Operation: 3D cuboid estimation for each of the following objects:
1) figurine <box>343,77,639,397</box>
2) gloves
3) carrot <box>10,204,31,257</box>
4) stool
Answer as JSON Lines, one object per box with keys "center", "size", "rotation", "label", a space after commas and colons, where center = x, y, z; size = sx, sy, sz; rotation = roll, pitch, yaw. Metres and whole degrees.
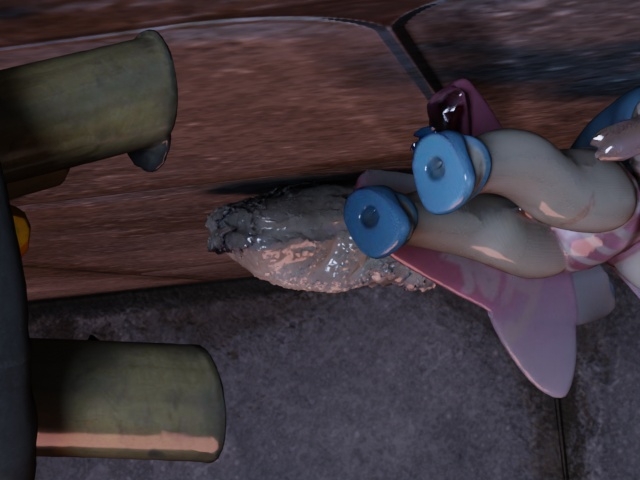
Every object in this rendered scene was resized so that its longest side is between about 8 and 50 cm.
{"center": [0.121, -0.037, 0.685], "size": [0.260, 0.103, 0.205], "rotation": [0, 137, -47], "label": "figurine"}
{"center": [0.000, -0.004, 1.087], "size": [0.153, 0.070, 0.114], "rotation": [1, -176, -9], "label": "gloves"}
{"center": [-0.213, 0.001, 1.022], "size": [0.042, 0.042, 0.171], "rotation": [-5, 177, -23], "label": "carrot"}
{"center": [-0.122, -0.003, 0.426], "size": [0.139, 0.153, 0.228], "rotation": [-8, -139, -28], "label": "stool"}
